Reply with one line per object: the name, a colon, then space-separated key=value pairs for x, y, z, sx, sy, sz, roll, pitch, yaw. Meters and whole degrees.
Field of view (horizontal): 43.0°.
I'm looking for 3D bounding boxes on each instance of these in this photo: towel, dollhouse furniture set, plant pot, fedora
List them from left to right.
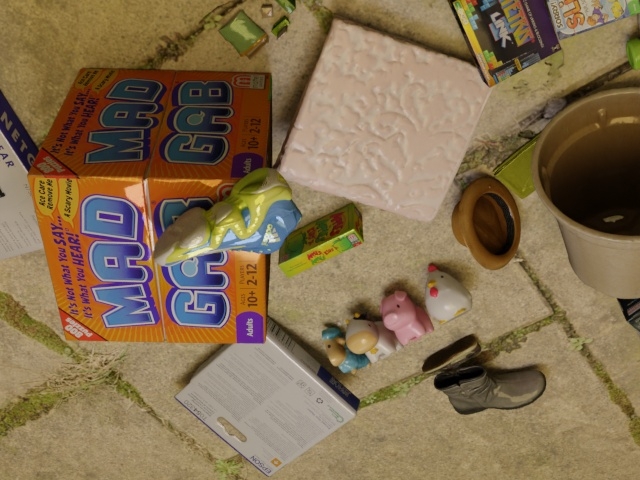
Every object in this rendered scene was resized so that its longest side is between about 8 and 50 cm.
dollhouse furniture set: x=-0.105 y=-0.372 z=1.403 sx=0.152 sy=0.058 sz=0.076 roll=-36 pitch=120 yaw=25
towel: x=0.116 y=-0.213 z=1.486 sx=0.332 sy=0.053 sz=0.317 roll=16 pitch=111 yaw=-16
fedora: x=0.324 y=-0.032 z=1.640 sx=0.194 sy=0.194 sz=0.079 roll=43 pitch=153 yaw=-29
towel: x=0.459 y=-0.175 z=1.587 sx=0.102 sy=0.021 sz=0.237 roll=37 pitch=120 yaw=-25
plant pot: x=0.570 y=-0.058 z=1.509 sx=0.334 sy=0.333 sz=0.305 roll=-13 pitch=145 yaw=10

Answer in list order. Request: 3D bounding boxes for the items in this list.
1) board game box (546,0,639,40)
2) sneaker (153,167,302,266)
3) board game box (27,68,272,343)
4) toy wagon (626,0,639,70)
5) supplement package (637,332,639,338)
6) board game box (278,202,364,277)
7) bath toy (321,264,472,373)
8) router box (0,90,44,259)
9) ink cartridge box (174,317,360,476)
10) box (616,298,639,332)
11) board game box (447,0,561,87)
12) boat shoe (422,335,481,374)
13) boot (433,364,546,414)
board game box: x=0.425 y=-0.445 z=1.317 sx=0.136 sy=0.035 sz=0.201 roll=-17 pitch=110 yaw=22
sneaker: x=-0.132 y=-0.004 z=1.222 sx=0.240 sy=0.091 sz=0.126 roll=-30 pitch=124 yaw=19
board game box: x=-0.268 y=-0.065 z=1.456 sx=0.356 sy=0.356 sz=0.356 roll=1 pitch=128 yaw=-2
toy wagon: x=0.663 y=-0.379 z=1.397 sx=0.267 sy=0.068 sz=0.344 roll=-16 pitch=127 yaw=13
supplement package: x=0.826 y=0.197 z=1.831 sx=0.105 sy=0.105 sz=0.179 roll=30 pitch=122 yaw=-21
board game box: x=0.000 y=0.000 z=1.678 sx=0.181 sy=0.092 sz=0.043 roll=-26 pitch=123 yaw=19
bath toy: x=0.169 y=0.173 z=1.805 sx=0.348 sy=0.129 sz=0.151 roll=-33 pitch=166 yaw=25
router box: x=-0.690 y=-0.111 z=1.593 sx=0.301 sy=0.082 sz=0.335 roll=-15 pitch=127 yaw=11
ink cartridge box: x=-0.131 y=0.376 z=1.943 sx=0.324 sy=0.071 sz=0.330 roll=43 pitch=120 yaw=-10
box: x=0.710 y=0.062 z=1.679 sx=0.051 sy=0.175 sz=0.220 roll=35 pitch=120 yaw=-25
board game box: x=0.315 y=-0.370 z=1.387 sx=0.141 sy=0.048 sz=0.170 roll=-28 pitch=117 yaw=8
boat shoe: x=0.313 y=0.283 z=1.928 sx=0.152 sy=0.056 sz=0.049 roll=-32 pitch=117 yaw=23
boot: x=0.406 y=0.345 z=1.938 sx=0.247 sy=0.083 sz=0.161 roll=-18 pitch=142 yaw=16
